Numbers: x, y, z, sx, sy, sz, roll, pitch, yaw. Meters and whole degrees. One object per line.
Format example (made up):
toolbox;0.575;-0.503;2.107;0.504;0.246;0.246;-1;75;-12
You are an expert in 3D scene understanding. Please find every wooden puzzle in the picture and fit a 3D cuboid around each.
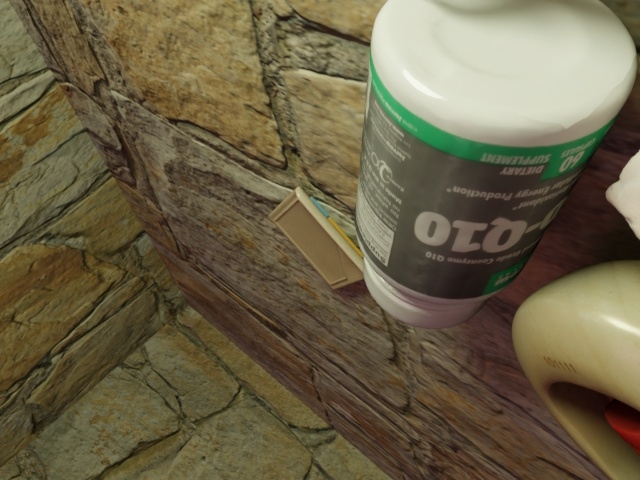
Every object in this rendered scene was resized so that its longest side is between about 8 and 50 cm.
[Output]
wooden puzzle;0.000;0.000;1.074;0.221;0.044;0.238;49;160;-4

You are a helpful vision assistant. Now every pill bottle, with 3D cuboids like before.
pill bottle;0.140;-0.060;0.546;0.204;0.204;0.361;37;154;22

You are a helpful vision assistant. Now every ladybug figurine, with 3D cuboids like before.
ladybug figurine;0.390;0.185;0.530;0.449;0.162;0.305;49;165;-11

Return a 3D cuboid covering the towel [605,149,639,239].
towel;0.325;-0.022;0.219;0.332;0.053;0.317;108;144;-49
